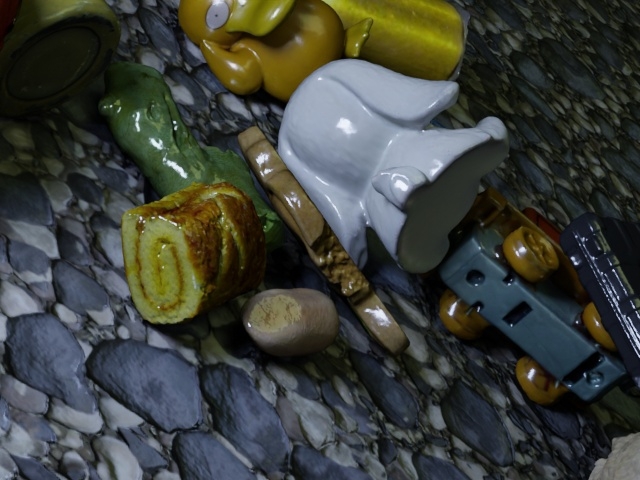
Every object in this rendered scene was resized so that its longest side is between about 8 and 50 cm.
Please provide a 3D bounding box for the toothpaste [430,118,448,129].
[{"bbox_3d":[0.136,-0.188,2.424,0.197,0.035,0.057,34,45,-23],"label":"toothpaste"}]

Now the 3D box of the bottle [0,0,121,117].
[{"bbox_3d":[-0.376,-0.312,1.748,0.171,0.171,0.351,-2,50,-55],"label":"bottle"}]

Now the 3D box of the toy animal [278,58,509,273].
[{"bbox_3d":[0.066,-0.118,2.008,0.265,0.272,0.206,43,25,26],"label":"toy animal"}]

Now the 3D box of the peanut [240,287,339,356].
[{"bbox_3d":[-0.035,0.090,1.759,0.152,0.076,0.076,4,48,-55],"label":"peanut"}]

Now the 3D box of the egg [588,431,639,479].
[{"bbox_3d":[0.477,0.338,1.924,0.310,0.279,0.279,29,29,-4],"label":"egg"}]

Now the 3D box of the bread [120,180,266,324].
[{"bbox_3d":[-0.130,0.011,1.689,0.172,0.103,0.132,-28,109,-65],"label":"bread"}]

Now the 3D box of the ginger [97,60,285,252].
[{"bbox_3d":[-0.151,-0.092,1.841,0.290,0.089,0.137,41,45,2],"label":"ginger"}]

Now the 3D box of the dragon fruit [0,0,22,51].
[{"bbox_3d":[-0.416,-0.256,1.495,0.277,0.277,0.342,3,47,-53],"label":"dragon fruit"}]

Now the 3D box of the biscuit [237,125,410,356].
[{"bbox_3d":[0.000,0.003,1.898,0.320,0.047,0.183,54,2,-7],"label":"biscuit"}]

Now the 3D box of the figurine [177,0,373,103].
[{"bbox_3d":[-0.068,-0.279,2.141,0.228,0.215,0.215,40,23,-42],"label":"figurine"}]

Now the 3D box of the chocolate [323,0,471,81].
[{"bbox_3d":[0.023,-0.347,2.353,0.445,0.162,0.162,16,39,-41],"label":"chocolate"}]

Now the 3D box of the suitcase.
[{"bbox_3d":[0.431,0.099,2.049,0.206,0.066,0.285,8,49,-48],"label":"suitcase"}]

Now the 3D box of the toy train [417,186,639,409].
[{"bbox_3d":[0.302,0.076,2.140,0.369,0.163,0.231,40,28,-12],"label":"toy train"}]
